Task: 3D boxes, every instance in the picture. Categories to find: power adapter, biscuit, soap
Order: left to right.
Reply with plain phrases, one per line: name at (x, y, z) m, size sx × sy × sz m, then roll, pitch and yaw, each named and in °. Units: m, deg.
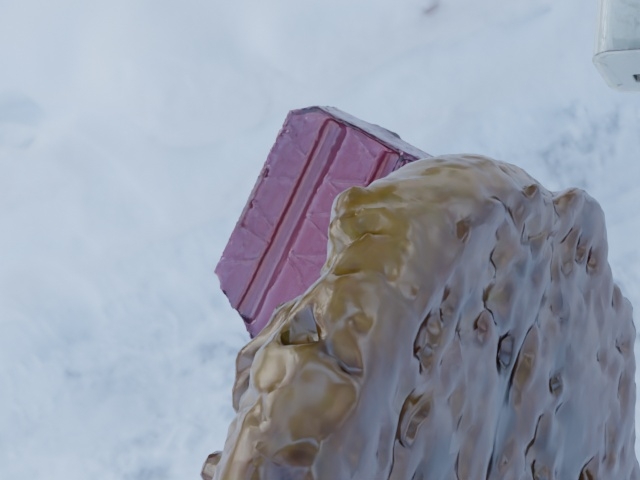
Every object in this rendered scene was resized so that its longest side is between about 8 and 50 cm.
soap at (0.000, 0.000, 1.340) m, size 0.162 × 0.099 × 0.250 m, roll 29°, pitch 101°, yaw 9°
biscuit at (0.025, 0.136, 0.442) m, size 0.081 × 0.289 × 0.334 m, roll 10°, pitch 102°, yaw 29°
power adapter at (0.387, -0.284, 1.535) m, size 0.130 × 0.125 × 0.205 m, roll 1°, pitch 73°, yaw 28°
